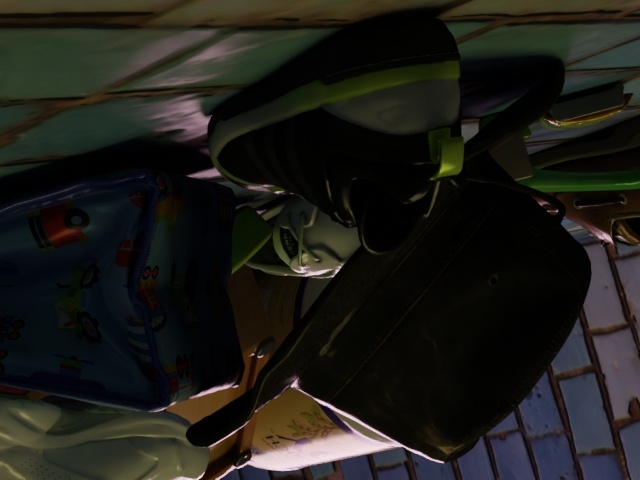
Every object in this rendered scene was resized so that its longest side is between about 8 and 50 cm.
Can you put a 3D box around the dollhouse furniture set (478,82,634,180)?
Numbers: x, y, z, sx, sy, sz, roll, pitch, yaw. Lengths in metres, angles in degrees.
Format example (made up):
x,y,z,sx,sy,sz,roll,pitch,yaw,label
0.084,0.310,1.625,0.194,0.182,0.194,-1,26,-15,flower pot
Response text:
x,y,z,sx,sy,sz,roll,pitch,yaw,label
0.152,-0.063,1.205,0.152,0.058,0.076,-15,176,0,dollhouse furniture set

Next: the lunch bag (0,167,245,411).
x,y,z,sx,sy,sz,roll,pitch,yaw,label
-0.212,0.034,1.021,0.293,0.138,0.221,-3,178,9,lunch bag

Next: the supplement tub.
x,y,z,sx,sy,sz,roll,pitch,yaw,label
-0.005,0.133,1.918,0.241,0.241,0.331,-11,173,-40,supplement tub

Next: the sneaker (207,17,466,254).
x,y,z,sx,sy,sz,roll,pitch,yaw,label
0.006,-0.036,0.843,0.084,0.097,0.235,-13,175,-20,sneaker

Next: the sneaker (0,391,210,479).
x,y,z,sx,sy,sz,roll,pitch,yaw,label
-0.167,0.155,1.077,0.090,0.115,0.232,5,177,44,sneaker

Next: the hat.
x,y,z,sx,sy,sz,roll,pitch,yaw,label
0.074,0.051,1.033,0.331,0.134,0.331,-45,178,-2,hat

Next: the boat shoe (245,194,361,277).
x,y,z,sx,sy,sz,roll,pitch,yaw,label
0.000,0.000,1.323,0.076,0.083,0.226,-14,176,-25,boat shoe

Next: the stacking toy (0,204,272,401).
x,y,z,sx,sy,sz,roll,pitch,yaw,label
-0.200,0.036,1.321,0.279,0.130,0.309,-41,-172,-20,stacking toy

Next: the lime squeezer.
x,y,z,sx,sy,sz,roll,pitch,yaw,label
0.109,-0.035,1.396,0.310,0.059,0.110,-15,174,9,lime squeezer

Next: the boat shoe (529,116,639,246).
x,y,z,sx,sy,sz,roll,pitch,yaw,label
0.261,-0.042,1.507,0.111,0.104,0.307,-12,175,-32,boat shoe

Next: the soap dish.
x,y,z,sx,sy,sz,roll,pitch,yaw,label
-0.162,0.170,1.701,0.229,0.118,0.291,-30,152,-29,soap dish
